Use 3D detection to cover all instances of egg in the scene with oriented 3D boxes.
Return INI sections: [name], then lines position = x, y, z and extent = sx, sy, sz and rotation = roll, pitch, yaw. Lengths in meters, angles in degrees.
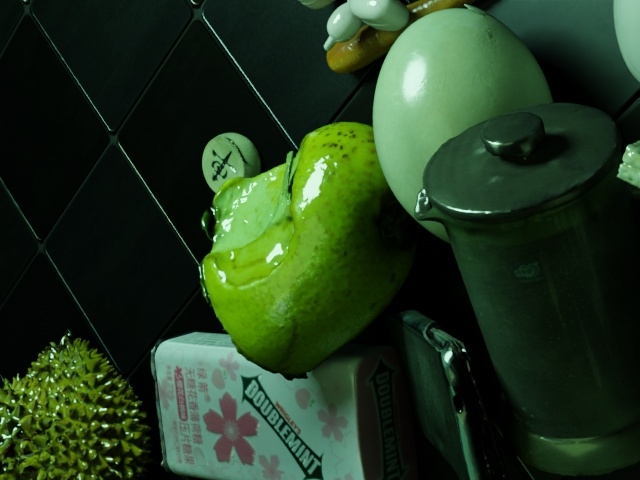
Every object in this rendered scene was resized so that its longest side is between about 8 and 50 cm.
[egg]
position = 0.148, -0.115, 1.448
extent = 0.187, 0.187, 0.253
rotation = -3, 95, 42

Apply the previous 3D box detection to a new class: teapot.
[teapot]
position = 0.250, 0.027, 1.314
extent = 0.271, 0.200, 0.337
rotation = -15, 121, 14

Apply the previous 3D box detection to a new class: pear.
[pear]
position = 0.000, 0.000, 1.573
extent = 0.255, 0.164, 0.238
rotation = -31, 46, 40

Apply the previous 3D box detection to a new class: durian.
[durian]
position = -0.368, 0.287, 1.969
extent = 0.258, 0.258, 0.293
rotation = 29, 83, 34

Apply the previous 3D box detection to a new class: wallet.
[wallet]
position = 0.128, 0.162, 1.492
extent = 0.318, 0.045, 0.172
rotation = -144, 37, -81

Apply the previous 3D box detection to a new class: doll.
[doll]
position = 0.034, -0.292, 1.580
extent = 0.160, 0.059, 0.161
rotation = -14, 63, 41

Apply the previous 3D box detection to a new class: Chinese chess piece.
[Chinese chess piece]
position = -0.114, -0.095, 1.791
extent = 0.084, 0.034, 0.084
rotation = 12, 108, 41

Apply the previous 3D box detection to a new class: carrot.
[carrot]
position = 0.097, -0.243, 1.566
extent = 0.248, 0.043, 0.043
rotation = -24, 83, 40

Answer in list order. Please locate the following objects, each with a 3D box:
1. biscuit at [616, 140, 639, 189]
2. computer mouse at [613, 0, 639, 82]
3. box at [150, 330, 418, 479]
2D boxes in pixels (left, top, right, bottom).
[biscuit]
position = 0.379, -0.060, 1.212
extent = 0.150, 0.252, 0.052
rotation = 29, 118, 36
[computer mouse]
position = 0.389, -0.216, 1.260
extent = 0.297, 0.121, 0.184
rotation = 7, 103, 42
[box]
position = -0.057, 0.217, 1.759
extent = 0.370, 0.112, 0.190
rotation = -1, 97, 41
